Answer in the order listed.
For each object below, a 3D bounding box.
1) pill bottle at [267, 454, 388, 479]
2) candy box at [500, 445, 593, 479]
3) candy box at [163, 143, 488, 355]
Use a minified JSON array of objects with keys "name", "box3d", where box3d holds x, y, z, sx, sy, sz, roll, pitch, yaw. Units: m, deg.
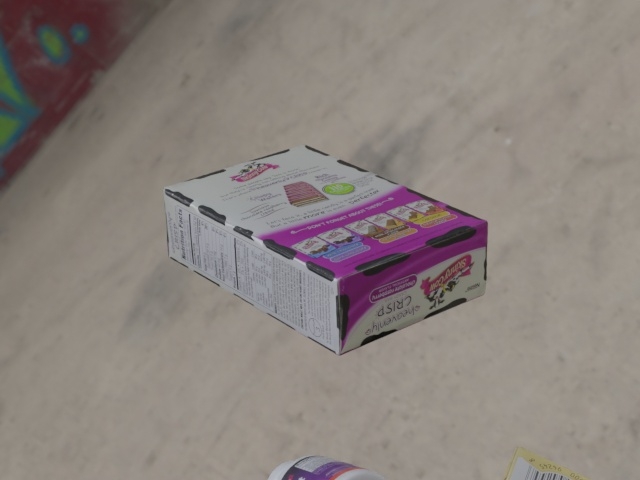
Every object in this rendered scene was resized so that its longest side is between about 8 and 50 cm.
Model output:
[{"name":"pill bottle","box3d":[0.007,0.322,1.641,0.108,0.108,0.193,-58,22,-15]},{"name":"candy box","box3d":[0.282,0.337,1.201,0.087,0.316,0.183,-51,-17,-57]},{"name":"candy box","box3d":[0.000,0.000,1.098,0.159,0.071,0.233,-19,31,-35]}]
